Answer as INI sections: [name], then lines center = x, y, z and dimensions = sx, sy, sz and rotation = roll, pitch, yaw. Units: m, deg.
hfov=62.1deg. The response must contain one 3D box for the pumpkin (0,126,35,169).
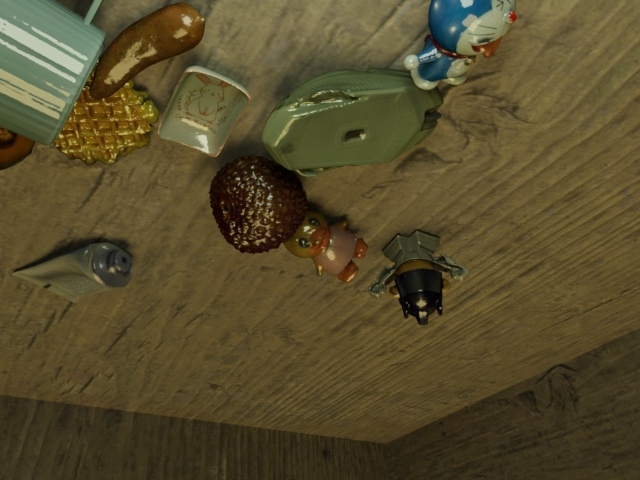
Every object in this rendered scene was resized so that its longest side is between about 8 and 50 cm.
[pumpkin]
center = -0.801, -0.212, 1.184
dimensions = 0.279, 0.163, 0.111
rotation = 17, 138, -24

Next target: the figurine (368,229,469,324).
[figurine]
center = 0.292, 0.110, 1.629
dimensions = 0.309, 0.308, 0.143
rotation = -25, 134, 25

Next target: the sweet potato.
[sweet potato]
center = -0.351, -0.378, 1.051
dimensions = 0.292, 0.097, 0.097
rotation = -26, 139, 16

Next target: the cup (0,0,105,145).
[cup]
center = -0.562, -0.371, 0.937
dimensions = 0.311, 0.331, 0.257
rotation = 28, 162, -28

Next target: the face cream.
[face cream]
center = -0.758, 0.115, 1.687
dimensions = 0.421, 0.137, 0.235
rotation = -17, 144, 30

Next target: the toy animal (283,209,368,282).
[toy animal]
center = -0.004, -0.002, 1.558
dimensions = 0.169, 0.195, 0.281
rotation = 18, 171, 47

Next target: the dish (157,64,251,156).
[dish]
center = -0.261, -0.299, 1.190
dimensions = 0.151, 0.077, 0.212
rotation = 18, 138, -25

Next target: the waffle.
[waffle]
center = -0.525, -0.289, 1.195
dimensions = 0.301, 0.058, 0.281
rotation = -18, 141, 16

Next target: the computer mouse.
[computer mouse]
center = 0.066, -0.278, 1.197
dimensions = 0.429, 0.145, 0.228
rotation = -10, 138, -17

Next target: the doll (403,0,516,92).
[doll]
center = 0.273, -0.400, 1.039
dimensions = 0.215, 0.161, 0.257
rotation = -25, 160, -18

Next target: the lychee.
[lychee]
center = -0.144, -0.095, 1.361
dimensions = 0.272, 0.271, 0.271
rotation = -3, 143, -2
